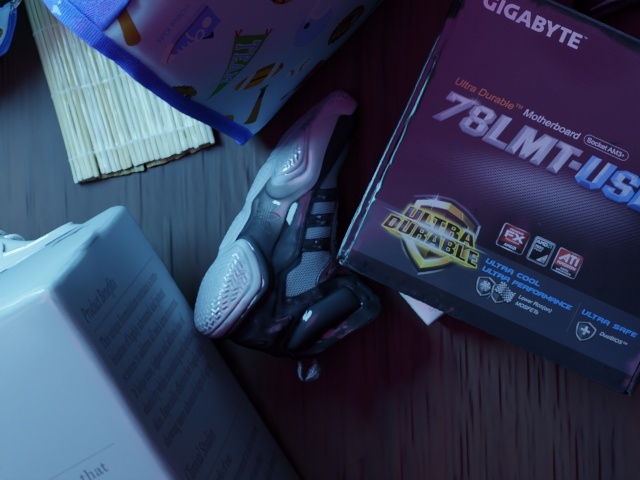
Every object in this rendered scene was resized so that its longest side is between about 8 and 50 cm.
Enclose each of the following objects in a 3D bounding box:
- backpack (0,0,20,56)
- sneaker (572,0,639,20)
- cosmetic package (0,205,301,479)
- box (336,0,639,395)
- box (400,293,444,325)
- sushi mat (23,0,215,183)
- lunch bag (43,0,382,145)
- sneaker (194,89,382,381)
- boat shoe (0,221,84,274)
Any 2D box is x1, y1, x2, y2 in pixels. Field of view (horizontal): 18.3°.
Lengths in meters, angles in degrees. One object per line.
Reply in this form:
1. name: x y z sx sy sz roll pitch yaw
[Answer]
1. backpack: -0.384 -0.282 1.879 0.276 0.213 0.263 47 140 23
2. sneaker: 0.343 -0.237 1.805 0.223 0.083 0.098 -29 110 22
3. cosmetic package: -0.232 0.237 1.771 0.327 0.329 0.394 -30 98 12
4. box: 0.206 -0.055 1.771 0.295 0.073 0.293 25 100 2
5. box: 0.203 -0.047 1.842 0.324 0.063 0.067 -42 86 10
6. sushi mat: -0.215 -0.222 1.955 0.151 0.019 0.317 -17 87 11
7. lunch bag: -0.071 -0.281 1.726 0.239 0.385 0.328 42 96 8
8. sneaker: 0.000 0.000 1.875 0.153 0.101 0.269 32 76 -14
9. boat shoe: -0.327 0.027 1.949 0.226 0.083 0.076 -28 86 12
